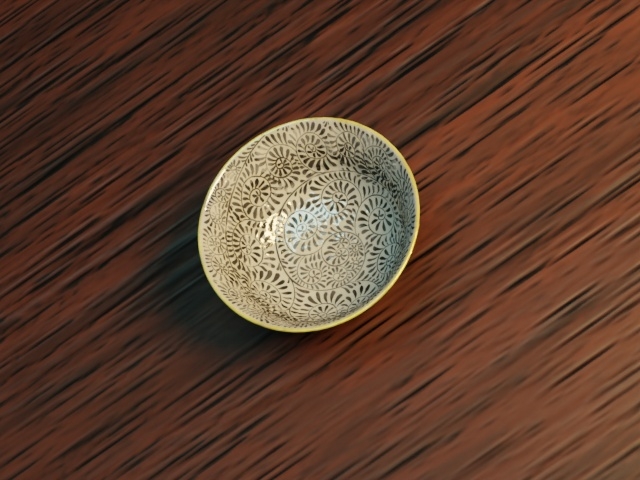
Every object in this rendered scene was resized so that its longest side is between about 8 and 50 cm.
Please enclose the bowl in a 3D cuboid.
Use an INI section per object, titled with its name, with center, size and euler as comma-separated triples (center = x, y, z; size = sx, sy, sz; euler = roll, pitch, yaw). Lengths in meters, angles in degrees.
[bowl]
center = 0.000, 0.000, 1.129
size = 0.170, 0.080, 0.170
euler = -6, 67, 14
